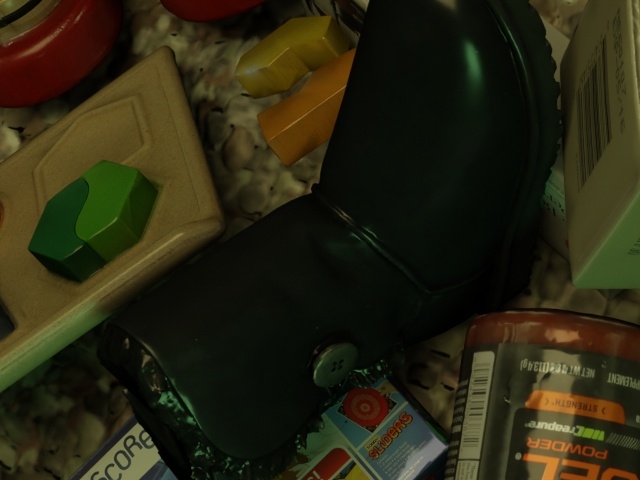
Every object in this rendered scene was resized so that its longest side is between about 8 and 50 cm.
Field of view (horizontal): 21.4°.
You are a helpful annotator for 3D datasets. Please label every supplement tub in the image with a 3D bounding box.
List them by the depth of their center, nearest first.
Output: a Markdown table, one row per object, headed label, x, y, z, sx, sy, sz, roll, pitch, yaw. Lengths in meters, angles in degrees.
| label | x | y | z | sx | sy | sz | roll | pitch | yaw |
| --- | --- | --- | --- | --- | --- | --- | --- | --- | --- |
| supplement tub | 0.105 | 0.137 | 0.775 | 0.106 | 0.106 | 0.198 | 4 | 76 | 22 |

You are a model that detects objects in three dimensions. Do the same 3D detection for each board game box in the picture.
| label | x | y | z | sx | sy | sz | roll | pitch | yaw |
| --- | --- | --- | --- | --- | --- | --- | --- | --- | --- |
| board game box | -0.043 | 0.129 | 0.873 | 0.201 | 0.035 | 0.136 | -44 | 64 | 3 |

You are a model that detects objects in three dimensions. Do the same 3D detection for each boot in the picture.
| label | x | y | z | sx | sy | sz | roll | pitch | yaw |
| --- | --- | --- | --- | --- | --- | --- | --- | --- | --- |
| boot | 0.000 | 0.000 | 0.747 | 0.207 | 0.246 | 0.094 | -34 | 57 | -20 |

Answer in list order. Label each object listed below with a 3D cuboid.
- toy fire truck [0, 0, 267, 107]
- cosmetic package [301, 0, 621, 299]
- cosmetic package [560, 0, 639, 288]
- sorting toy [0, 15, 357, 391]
| label | x | y | z | sx | sy | sz | roll | pitch | yaw |
| --- | --- | --- | --- | --- | --- | --- | --- | --- | --- |
| toy fire truck | -0.142 | -0.237 | 0.974 | 0.302 | 0.169 | 0.254 | -21 | 41 | 15 |
| cosmetic package | 0.078 | -0.082 | 0.852 | 0.060 | 0.099 | 0.239 | -41 | 63 | -8 |
| cosmetic package | 0.263 | -0.052 | 0.685 | 0.309 | 0.160 | 0.113 | 0 | 74 | -1 |
| sorting toy | -0.115 | -0.031 | 0.877 | 0.307 | 0.041 | 0.229 | -35 | 29 | 9 |
